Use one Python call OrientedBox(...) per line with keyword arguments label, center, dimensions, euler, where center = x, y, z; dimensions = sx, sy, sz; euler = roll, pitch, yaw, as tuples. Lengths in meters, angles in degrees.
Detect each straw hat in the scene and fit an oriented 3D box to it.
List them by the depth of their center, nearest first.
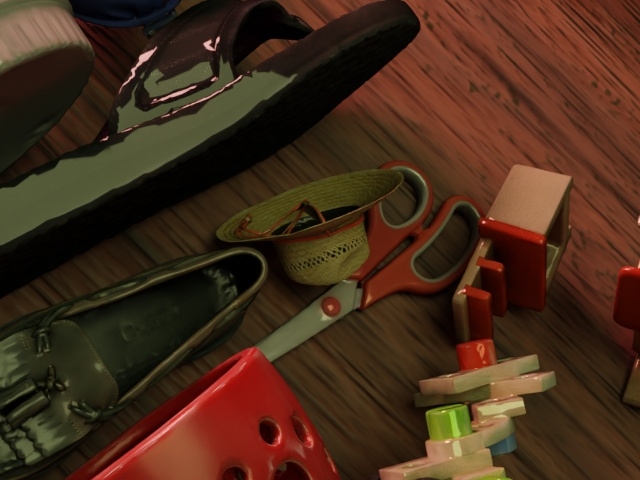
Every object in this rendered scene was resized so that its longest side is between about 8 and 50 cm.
OrientedBox(label="straw hat", center=(0.000, 0.000, 0.877), dimensions=(0.144, 0.144, 0.061), euler=(-26, 107, -31))

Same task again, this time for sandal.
OrientedBox(label="sandal", center=(-0.104, -0.094, 0.826), dimensions=(0.445, 0.167, 0.107), euler=(-31, 85, -31))

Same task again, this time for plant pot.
OrientedBox(label="plant pot", center=(-0.065, 0.185, 0.715), dimensions=(0.191, 0.191, 0.174), euler=(-37, 89, -32))

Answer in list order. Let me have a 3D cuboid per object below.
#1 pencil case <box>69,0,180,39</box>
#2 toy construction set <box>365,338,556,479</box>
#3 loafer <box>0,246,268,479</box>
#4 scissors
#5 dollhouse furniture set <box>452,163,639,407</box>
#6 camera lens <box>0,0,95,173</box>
OrientedBox(label="pencil case", center=(-0.144, -0.296, 0.882), dimensions=(0.133, 0.119, 0.306), euler=(-5, 53, 4))
OrientedBox(label="toy construction set", center=(0.135, 0.223, 0.810), dimensions=(0.215, 0.151, 0.328), euler=(-9, 73, -27))
OrientedBox(label="loafer", center=(-0.144, 0.070, 0.772), dimensions=(0.267, 0.084, 0.096), euler=(-32, 88, -38))
OrientedBox(label="scissors", center=(0.027, 0.049, 0.911), dimensions=(0.109, 0.021, 0.297), euler=(42, 58, -3))
OrientedBox(label="dollhouse furniture set", center=(0.245, 0.046, 0.895), dimensions=(0.259, 0.262, 0.135), euler=(16, 59, 21))
OrientedBox(label="camera lens", center=(-0.302, -0.161, 0.733), dimensions=(0.219, 0.219, 0.274), euler=(-38, 87, -32))
